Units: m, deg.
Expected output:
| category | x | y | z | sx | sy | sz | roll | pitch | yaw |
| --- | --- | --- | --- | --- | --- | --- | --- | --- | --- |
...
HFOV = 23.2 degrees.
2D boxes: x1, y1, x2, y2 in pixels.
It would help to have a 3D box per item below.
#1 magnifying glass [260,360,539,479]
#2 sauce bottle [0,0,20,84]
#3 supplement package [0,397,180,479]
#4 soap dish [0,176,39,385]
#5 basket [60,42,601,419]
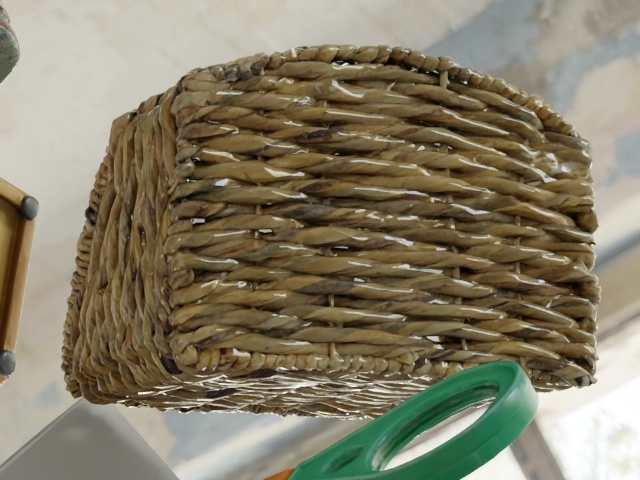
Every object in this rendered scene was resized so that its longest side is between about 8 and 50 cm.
| category | x | y | z | sx | sy | sz | roll | pitch | yaw |
| --- | --- | --- | --- | --- | --- | --- | --- | --- | --- |
| magnifying glass | 0.007 | 0.116 | 0.772 | 0.231 | 0.026 | 0.092 | -29 | 10 | 32 |
| sauce bottle | -0.391 | -0.286 | 1.456 | 0.111 | 0.344 | 0.111 | -25 | -26 | -13 |
| supplement package | -0.209 | 0.236 | 1.055 | 0.244 | 0.134 | 0.139 | -41 | 1 | 31 |
| soap dish | -0.385 | 0.008 | 1.420 | 0.118 | 0.229 | 0.291 | -8 | -26 | 29 |
| basket | 0.000 | 0.000 | 1.008 | 0.299 | 0.213 | 0.223 | 5 | -13 | -25 |
